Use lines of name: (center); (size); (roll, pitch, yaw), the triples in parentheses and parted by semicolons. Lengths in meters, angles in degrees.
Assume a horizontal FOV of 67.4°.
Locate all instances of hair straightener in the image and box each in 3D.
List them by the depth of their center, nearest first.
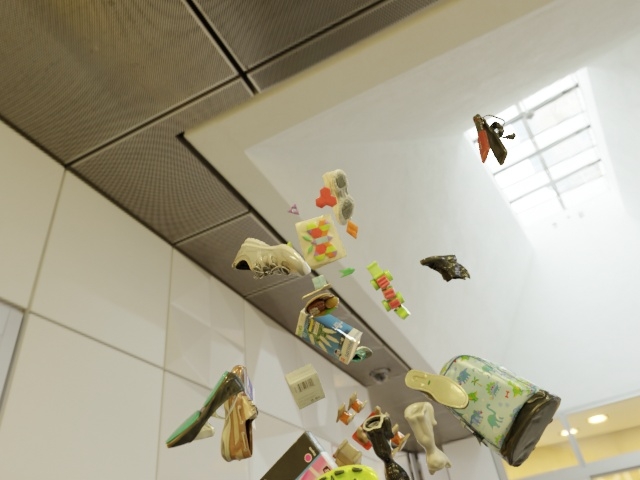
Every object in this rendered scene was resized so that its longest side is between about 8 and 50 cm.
hair straightener: (0.412, -0.244, 1.137); (0.088, 0.230, 0.047); (9, -55, 1)

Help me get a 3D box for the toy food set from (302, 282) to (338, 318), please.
toy food set: (0.005, 0.236, 1.740); (0.132, 0.039, 0.192); (-26, -33, -7)

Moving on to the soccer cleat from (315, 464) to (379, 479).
soccer cleat: (-0.001, 0.570, 1.020); (0.289, 0.093, 0.121); (-34, -29, -2)

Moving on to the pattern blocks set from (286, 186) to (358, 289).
pattern blocks set: (0.000, 0.000, 1.736); (0.285, 0.325, 0.026); (-31, 0, -3)

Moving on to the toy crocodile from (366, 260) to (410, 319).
toy crocodile: (0.352, 0.264, 2.509); (0.115, 0.341, 0.105); (-29, 4, 1)

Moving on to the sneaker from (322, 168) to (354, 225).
sneaker: (0.065, -0.175, 1.944); (0.090, 0.115, 0.232); (-21, -71, -35)

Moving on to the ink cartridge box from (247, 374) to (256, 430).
ink cartridge box: (-0.334, 0.730, 2.174); (0.045, 0.206, 0.208); (-9, -43, 1)

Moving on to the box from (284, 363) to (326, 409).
box: (-0.052, 0.488, 1.607); (0.101, 0.087, 0.102); (-22, -77, -14)

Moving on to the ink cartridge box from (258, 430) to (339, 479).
ink cartridge box: (-0.111, 0.787, 1.473); (0.371, 0.175, 0.069); (-48, -31, 1)

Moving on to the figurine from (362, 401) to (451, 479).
figurine: (0.258, 0.606, 1.407); (0.214, 0.210, 0.092); (-21, 2, 9)

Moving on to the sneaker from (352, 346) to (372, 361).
sneaker: (0.165, 0.505, 2.094); (0.166, 0.076, 0.065); (3, -81, -30)

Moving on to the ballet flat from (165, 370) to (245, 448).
ballet flat: (-0.330, 0.519, 1.420); (0.096, 0.280, 0.095); (43, -10, -5)

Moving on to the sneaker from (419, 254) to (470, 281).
sneaker: (0.407, 0.095, 1.566); (0.170, 0.089, 0.051); (-4, -15, -26)

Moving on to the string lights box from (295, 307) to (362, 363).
string lights box: (0.032, 0.384, 1.988); (0.259, 0.076, 0.133); (26, -56, 21)

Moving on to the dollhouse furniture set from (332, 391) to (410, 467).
dollhouse furniture set: (0.161, 0.759, 1.827); (0.259, 0.262, 0.135); (-33, -36, -39)

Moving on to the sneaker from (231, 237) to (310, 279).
sneaker: (-0.146, 0.078, 1.421); (0.281, 0.115, 0.105); (9, -36, 42)

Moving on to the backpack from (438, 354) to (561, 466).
backpack: (0.583, 0.551, 1.678); (0.273, 0.355, 0.290); (30, -85, -36)

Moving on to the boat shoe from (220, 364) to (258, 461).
boat shoe: (-0.276, 0.611, 1.710); (0.116, 0.325, 0.123); (-3, -18, 10)

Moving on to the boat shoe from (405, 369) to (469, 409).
boat shoe: (0.385, 0.482, 1.549); (0.079, 0.084, 0.233); (42, -19, -34)
